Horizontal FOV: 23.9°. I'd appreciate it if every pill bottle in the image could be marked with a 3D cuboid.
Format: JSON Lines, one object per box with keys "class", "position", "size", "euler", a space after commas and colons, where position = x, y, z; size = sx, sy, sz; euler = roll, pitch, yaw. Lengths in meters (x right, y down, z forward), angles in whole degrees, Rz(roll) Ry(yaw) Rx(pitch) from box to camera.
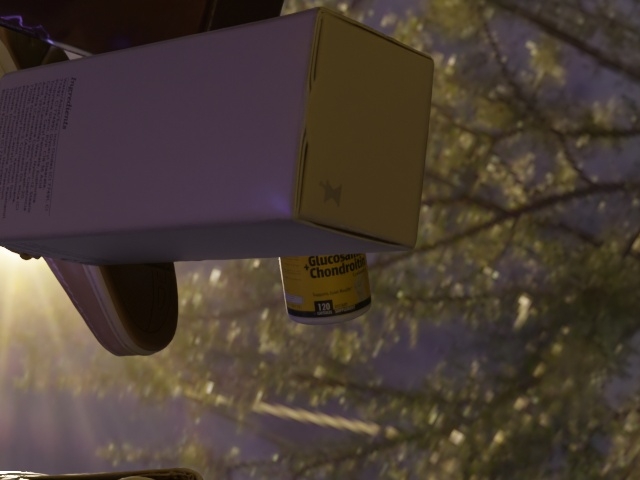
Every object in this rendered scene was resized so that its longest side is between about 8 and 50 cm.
{"class": "pill bottle", "position": [0.000, 0.000, 1.780], "size": [0.103, 0.184, 0.103], "euler": [-7, -166, 2]}

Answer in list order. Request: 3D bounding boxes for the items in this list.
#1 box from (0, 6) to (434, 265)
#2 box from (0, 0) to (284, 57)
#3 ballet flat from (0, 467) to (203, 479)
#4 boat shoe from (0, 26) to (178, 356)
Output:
{"class": "box", "position": [-0.072, -0.048, 0.840], "size": [0.094, 0.275, 0.113], "euler": [16, -102, -44]}
{"class": "box", "position": [-0.097, -0.314, 1.072], "size": [0.191, 0.381, 0.143], "euler": [21, -168, 18]}
{"class": "ballet flat", "position": [-0.200, 0.207, 1.142], "size": [0.248, 0.086, 0.086], "euler": [-1, -133, -24]}
{"class": "boat shoe", "position": [-0.208, -0.031, 1.186], "size": [0.302, 0.098, 0.109], "euler": [62, -158, 17]}
